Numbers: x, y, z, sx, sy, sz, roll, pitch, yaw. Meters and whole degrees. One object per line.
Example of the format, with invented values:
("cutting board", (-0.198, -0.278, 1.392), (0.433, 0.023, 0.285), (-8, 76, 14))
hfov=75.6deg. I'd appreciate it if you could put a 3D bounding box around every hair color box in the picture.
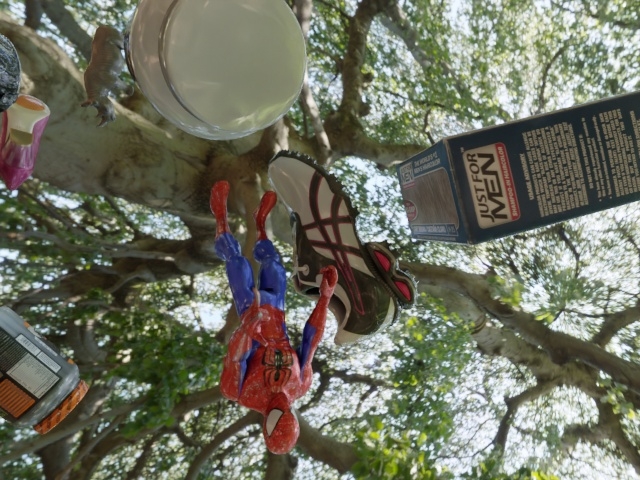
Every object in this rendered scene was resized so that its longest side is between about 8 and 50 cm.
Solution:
("hair color box", (0.278, -0.087, 0.457), (0.346, 0.174, 0.105), (-14, -87, -4))

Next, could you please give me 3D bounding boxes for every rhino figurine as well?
("rhino figurine", (-0.504, -0.387, 0.978), (0.073, 0.106, 0.244), (14, -89, 27))

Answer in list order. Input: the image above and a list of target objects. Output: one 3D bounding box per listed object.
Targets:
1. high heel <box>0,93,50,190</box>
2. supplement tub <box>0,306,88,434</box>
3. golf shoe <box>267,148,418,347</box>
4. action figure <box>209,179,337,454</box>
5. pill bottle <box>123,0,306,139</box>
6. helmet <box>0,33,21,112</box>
("high heel", (-0.630, -0.215, 0.872), (0.117, 0.082, 0.244), (-54, -132, 26))
("supplement tub", (-0.473, 0.206, 0.647), (0.116, 0.117, 0.190), (-32, -72, 22))
("golf shoe", (0.000, 0.000, 0.521), (0.120, 0.105, 0.273), (-34, -106, -19))
("action figure", (-0.044, 0.029, 0.367), (0.139, 0.091, 0.281), (-58, -144, 40))
("pill bottle", (-0.136, -0.220, 0.495), (0.177, 0.176, 0.318), (-61, -146, 8))
("helmet", (-0.560, -0.268, 0.605), (0.169, 0.161, 0.170), (1, -87, 23))
